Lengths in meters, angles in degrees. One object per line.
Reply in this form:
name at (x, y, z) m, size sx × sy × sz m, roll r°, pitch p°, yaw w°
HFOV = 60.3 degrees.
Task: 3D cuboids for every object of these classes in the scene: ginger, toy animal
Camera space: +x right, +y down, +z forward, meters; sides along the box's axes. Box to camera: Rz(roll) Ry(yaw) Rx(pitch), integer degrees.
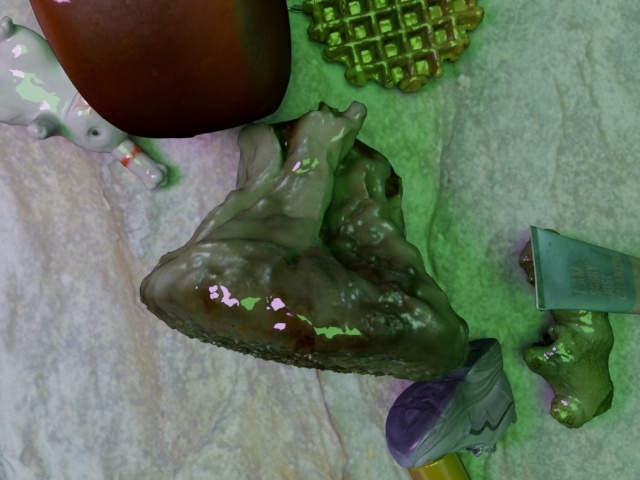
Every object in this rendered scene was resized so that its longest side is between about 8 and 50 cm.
ginger at (0.358, 0.127, 0.801) m, size 0.137 × 0.089 × 0.289 m, roll -1°, pitch 91°, yaw 0°
toy animal at (-0.332, -0.187, 0.764) m, size 0.283 × 0.138 × 0.140 m, roll 26°, pitch 86°, yaw -2°

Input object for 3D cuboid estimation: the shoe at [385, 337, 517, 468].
shoe at (0.191, 0.248, 0.760) m, size 0.245 × 0.095 × 0.137 m, roll -31°, pitch 97°, yaw -38°

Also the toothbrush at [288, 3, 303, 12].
toothbrush at (-0.101, -0.351, 0.827) m, size 0.167 × 0.014 × 0.011 m, roll 2°, pitch 95°, yaw -1°

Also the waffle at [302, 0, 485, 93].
waffle at (0.104, -0.346, 0.810) m, size 0.253 × 0.056 × 0.249 m, roll 43°, pitch 90°, yaw 0°

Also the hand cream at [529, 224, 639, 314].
hand cream at (0.408, 0.054, 0.752) m, size 0.312 × 0.070 × 0.111 m, roll 10°, pitch 72°, yaw -26°

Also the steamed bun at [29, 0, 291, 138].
steamed bun at (-0.155, -0.250, 0.651) m, size 0.235 × 0.379 × 0.248 m, roll -9°, pitch 102°, yaw 3°

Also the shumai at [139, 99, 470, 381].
shumai at (0.000, 0.000, 0.704) m, size 0.398 × 0.324 × 0.323 m, roll 10°, pitch 72°, yaw 4°

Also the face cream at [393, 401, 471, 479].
face cream at (0.178, 0.350, 0.805) m, size 0.078 × 0.078 × 0.273 m, roll -27°, pitch 90°, yaw 0°
